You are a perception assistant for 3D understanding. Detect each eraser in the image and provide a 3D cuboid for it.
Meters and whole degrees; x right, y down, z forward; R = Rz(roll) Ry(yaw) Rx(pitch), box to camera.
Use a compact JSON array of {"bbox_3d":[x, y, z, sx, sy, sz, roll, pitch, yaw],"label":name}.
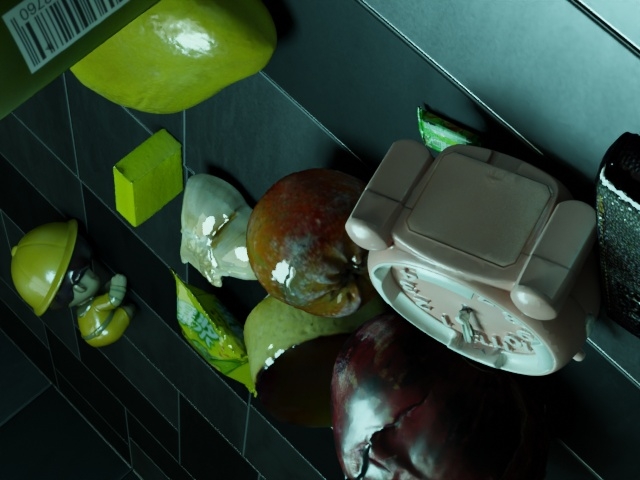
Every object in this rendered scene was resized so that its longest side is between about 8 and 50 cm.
[{"bbox_3d":[-0.241,-0.088,1.891,0.045,0.097,0.122,43,155,16],"label":"eraser"}]

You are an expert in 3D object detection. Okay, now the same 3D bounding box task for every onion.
[{"bbox_3d":[0.124,0.205,1.503,0.281,0.281,0.221,55,172,-12],"label":"onion"}]

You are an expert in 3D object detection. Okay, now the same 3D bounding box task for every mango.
[{"bbox_3d":[-0.185,-0.238,1.501,0.195,0.142,0.331,45,153,-19],"label":"mango"}]

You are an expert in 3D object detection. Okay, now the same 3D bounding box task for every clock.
[{"bbox_3d":[0.162,0.026,1.281,0.227,0.142,0.241,22,157,25],"label":"clock"}]

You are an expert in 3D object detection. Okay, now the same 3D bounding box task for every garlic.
[{"bbox_3d":[-0.121,-0.013,1.806,0.174,0.099,0.124,35,135,23],"label":"garlic"}]

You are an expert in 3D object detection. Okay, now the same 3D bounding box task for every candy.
[{"bbox_3d":[-0.168,0.152,2.163,0.187,0.081,0.297,44,168,13],"label":"candy"}]

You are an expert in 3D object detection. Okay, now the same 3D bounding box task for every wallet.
[{"bbox_3d":[0.322,0.050,1.107,0.221,0.071,0.262,36,161,29],"label":"wallet"}]

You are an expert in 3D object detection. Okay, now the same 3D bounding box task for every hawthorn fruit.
[{"bbox_3d":[0.000,0.000,1.499,0.173,0.173,0.173,40,156,22],"label":"hawthorn fruit"}]

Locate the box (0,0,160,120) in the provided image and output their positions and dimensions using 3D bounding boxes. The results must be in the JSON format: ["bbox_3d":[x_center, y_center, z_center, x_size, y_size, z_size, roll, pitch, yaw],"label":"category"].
[{"bbox_3d":[-0.355,-0.314,1.383,0.420,0.373,0.138,30,152,39],"label":"box"}]

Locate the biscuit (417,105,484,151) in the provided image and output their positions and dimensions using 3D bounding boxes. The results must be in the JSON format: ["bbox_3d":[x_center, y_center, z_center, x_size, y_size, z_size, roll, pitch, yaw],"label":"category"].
[{"bbox_3d":[0.128,-0.096,1.295,0.089,0.016,0.046,30,149,39],"label":"biscuit"}]

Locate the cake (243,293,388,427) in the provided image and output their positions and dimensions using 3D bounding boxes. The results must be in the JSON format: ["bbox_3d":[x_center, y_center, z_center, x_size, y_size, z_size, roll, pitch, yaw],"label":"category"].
[{"bbox_3d":[-0.003,0.111,1.679,0.178,0.185,0.207,-101,-7,-46],"label":"cake"}]

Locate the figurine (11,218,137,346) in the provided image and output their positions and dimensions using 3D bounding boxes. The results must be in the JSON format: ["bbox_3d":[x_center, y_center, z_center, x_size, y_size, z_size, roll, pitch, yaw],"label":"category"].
[{"bbox_3d":[-0.460,0.086,2.488,0.257,0.167,0.192,52,144,-10],"label":"figurine"}]
